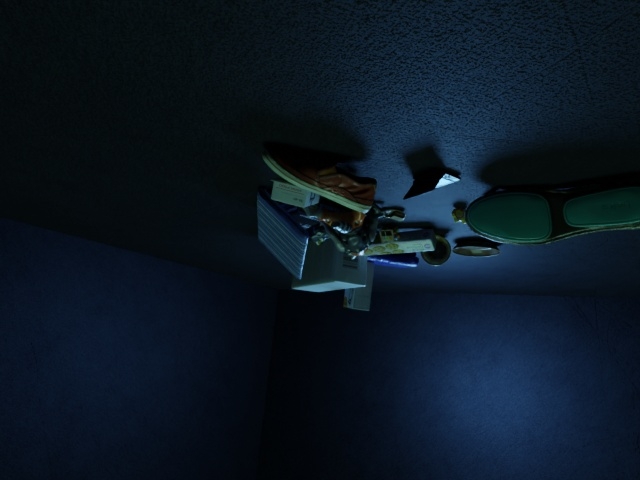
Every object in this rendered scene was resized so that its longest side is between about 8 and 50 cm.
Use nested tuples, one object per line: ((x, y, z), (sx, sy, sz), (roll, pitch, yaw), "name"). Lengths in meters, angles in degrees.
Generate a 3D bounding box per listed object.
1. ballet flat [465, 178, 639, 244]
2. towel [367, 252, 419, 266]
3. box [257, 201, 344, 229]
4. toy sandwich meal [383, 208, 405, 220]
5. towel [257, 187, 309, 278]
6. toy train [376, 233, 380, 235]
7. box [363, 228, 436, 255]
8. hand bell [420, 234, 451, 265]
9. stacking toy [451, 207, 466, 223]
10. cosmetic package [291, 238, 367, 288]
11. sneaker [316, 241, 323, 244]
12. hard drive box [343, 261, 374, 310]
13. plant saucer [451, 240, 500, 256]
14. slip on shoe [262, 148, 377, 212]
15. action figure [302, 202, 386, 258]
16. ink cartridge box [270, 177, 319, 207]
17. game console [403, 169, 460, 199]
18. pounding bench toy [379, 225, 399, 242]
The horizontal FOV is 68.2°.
((0.666, -0.074, 1.317), (0.483, 0.164, 0.182), (-5, 179, 33), "ballet flat")
((0.300, 0.076, 2.306), (0.308, 0.076, 0.228), (9, 174, -14), "towel")
((-0.040, -0.075, 1.782), (0.296, 0.073, 0.293), (14, 166, -35), "box")
((0.257, -0.089, 1.670), (0.086, 0.029, 0.085), (6, 167, 1), "toy sandwich meal")
((-0.134, -0.016, 1.659), (0.243, 0.040, 0.336), (45, 156, 16), "towel")
((0.304, -0.009, 2.016), (0.158, 0.027, 0.036), (9, 178, -17), "toy train")
((0.302, 0.010, 1.916), (0.324, 0.063, 0.067), (-5, 132, 29), "box")
((0.520, 0.045, 2.036), (0.126, 0.126, 0.242), (0, 177, 26), "hand bell")
((0.562, -0.085, 1.521), (0.221, 0.052, 0.167), (8, 169, -16), "stacking toy")
((0.034, 0.109, 2.194), (0.162, 0.230, 0.453), (11, 167, -26), "cosmetic package")
((0.000, 0.000, 1.871), (0.035, 0.031, 0.083), (0, 168, 20), "sneaker")
((0.186, 0.219, 2.312), (0.089, 0.232, 0.181), (9, 173, -10), "hard drive box")
((0.662, 0.033, 2.012), (0.199, 0.036, 0.198), (5, 167, 1), "plant saucer")
((0.003, -0.179, 1.264), (0.331, 0.101, 0.123), (21, -161, -14), "slip on shoe")
((0.052, -0.028, 1.559), (0.341, 0.178, 0.330), (-22, 146, 13), "action figure")
((-0.073, -0.138, 1.349), (0.104, 0.060, 0.180), (16, -167, 13), "ink cartridge box")
((0.309, -0.144, 1.312), (0.107, 0.071, 0.122), (14, 166, -30), "game console")
((0.283, -0.029, 1.868), (0.065, 0.052, 0.083), (-5, -164, 35), "pounding bench toy")
